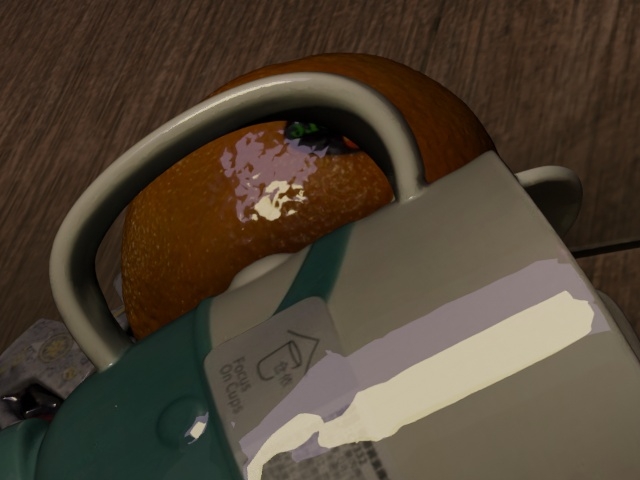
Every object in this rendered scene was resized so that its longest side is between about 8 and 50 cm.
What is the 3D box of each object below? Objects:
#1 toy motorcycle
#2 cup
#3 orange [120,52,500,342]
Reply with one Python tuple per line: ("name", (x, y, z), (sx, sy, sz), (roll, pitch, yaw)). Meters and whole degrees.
("toy motorcycle", (-0.128, 0.069, 0.963), (0.122, 0.080, 0.215), (11, 47, 40))
("cup", (0.013, 0.078, 0.675), (0.258, 0.289, 0.219), (-27, 1, 6))
("orange", (0.000, 0.000, 0.853), (0.206, 0.206, 0.206), (-20, 37, 15))
